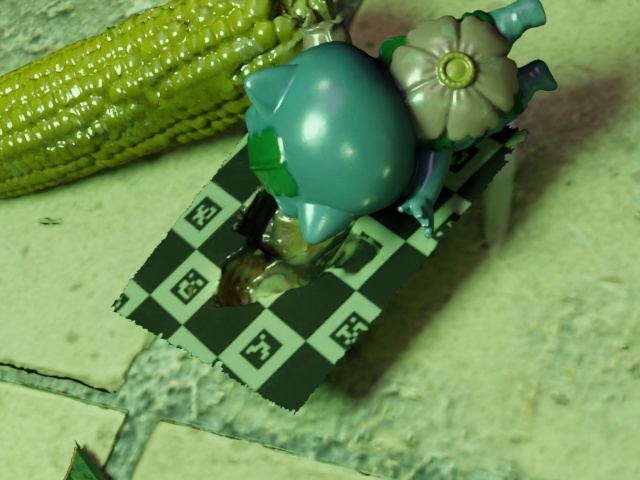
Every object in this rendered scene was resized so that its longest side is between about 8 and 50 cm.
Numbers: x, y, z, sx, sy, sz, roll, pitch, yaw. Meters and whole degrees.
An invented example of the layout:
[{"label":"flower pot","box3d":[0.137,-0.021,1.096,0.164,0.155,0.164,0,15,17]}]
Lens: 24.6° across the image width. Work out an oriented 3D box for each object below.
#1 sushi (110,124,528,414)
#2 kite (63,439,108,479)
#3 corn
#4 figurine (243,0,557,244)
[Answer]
[{"label":"sushi","box3d":[0.000,0.000,0.874,0.193,0.040,0.210,24,69,43]},{"label":"kite","box3d":[-0.121,0.251,0.756,0.234,0.016,0.321,1,57,21]},{"label":"corn","box3d":[-0.132,-0.094,0.946,0.320,0.097,0.097,-18,50,21]},{"label":"figurine","box3d":[0.041,-0.076,0.821,0.178,0.114,0.144,-24,21,-4]}]
